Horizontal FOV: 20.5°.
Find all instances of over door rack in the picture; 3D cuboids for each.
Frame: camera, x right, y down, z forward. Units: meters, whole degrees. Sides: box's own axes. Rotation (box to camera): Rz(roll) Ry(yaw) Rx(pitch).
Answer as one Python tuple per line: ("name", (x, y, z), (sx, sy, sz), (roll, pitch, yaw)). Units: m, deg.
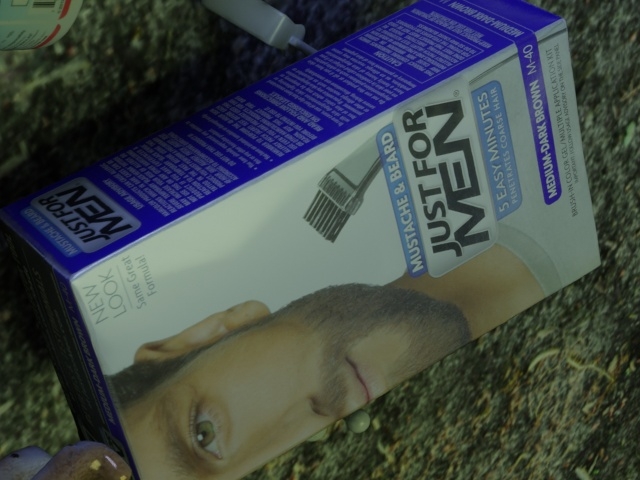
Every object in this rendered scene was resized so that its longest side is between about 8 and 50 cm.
("over door rack", (-0.005, 0.002, 1.173), (0.324, 0.108, 0.240), (24, 96, -54))

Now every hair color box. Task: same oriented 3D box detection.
("hair color box", (0.000, 0.000, 1.052), (0.338, 0.110, 0.185), (-28, 125, -20))

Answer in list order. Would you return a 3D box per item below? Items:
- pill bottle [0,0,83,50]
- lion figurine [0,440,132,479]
("pill bottle", (-0.199, -0.134, 0.857), (0.160, 0.087, 0.087), (-8, 122, -46))
("lion figurine", (-0.236, 0.113, 0.897), (0.240, 0.142, 0.392), (-38, 113, -36))
